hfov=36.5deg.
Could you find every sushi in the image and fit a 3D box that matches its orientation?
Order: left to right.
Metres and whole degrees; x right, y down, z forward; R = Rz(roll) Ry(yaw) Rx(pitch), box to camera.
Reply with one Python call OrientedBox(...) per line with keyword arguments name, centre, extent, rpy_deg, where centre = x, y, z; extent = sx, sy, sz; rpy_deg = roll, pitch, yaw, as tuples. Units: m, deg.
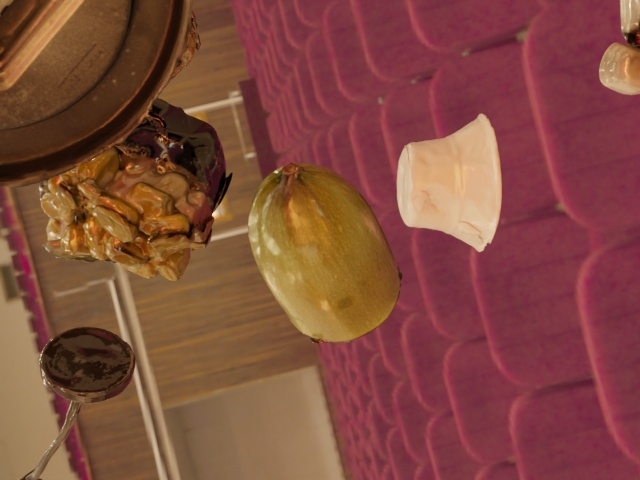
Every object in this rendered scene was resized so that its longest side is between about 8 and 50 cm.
OrientedBox(name="sushi", centre=(-0.342, -0.068, 1.689), extent=(0.328, 0.328, 0.285), rpy_deg=(-40, 38, 45))

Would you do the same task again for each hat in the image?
OrientedBox(name="hat", centre=(0.180, -0.084, 1.409), extent=(0.203, 0.126, 0.203), rpy_deg=(-179, 90, -86))

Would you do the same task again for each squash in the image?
OrientedBox(name="squash", centre=(0.000, 0.000, 0.844), extent=(0.187, 0.123, 0.123), rpy_deg=(65, -172, -56))

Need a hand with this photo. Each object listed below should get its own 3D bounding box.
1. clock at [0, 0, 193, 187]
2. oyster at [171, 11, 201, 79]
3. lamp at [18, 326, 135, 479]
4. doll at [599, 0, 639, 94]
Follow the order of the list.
OrientedBox(name="clock", centre=(-0.310, -0.235, 0.890), extent=(0.076, 0.386, 0.386), rpy_deg=(-128, 21, -54))
OrientedBox(name="oyster", centre=(-0.285, -0.365, 1.321), extent=(0.345, 0.128, 0.078), rpy_deg=(61, -154, -29))
OrientedBox(name="lamp", centre=(-0.363, 0.234, 1.284), extent=(0.108, 0.130, 0.371), rpy_deg=(46, 136, 2))
OrientedBox(name="doll", centre=(0.595, -0.329, 1.482), extent=(0.423, 0.161, 0.348), rpy_deg=(138, 122, -64))
